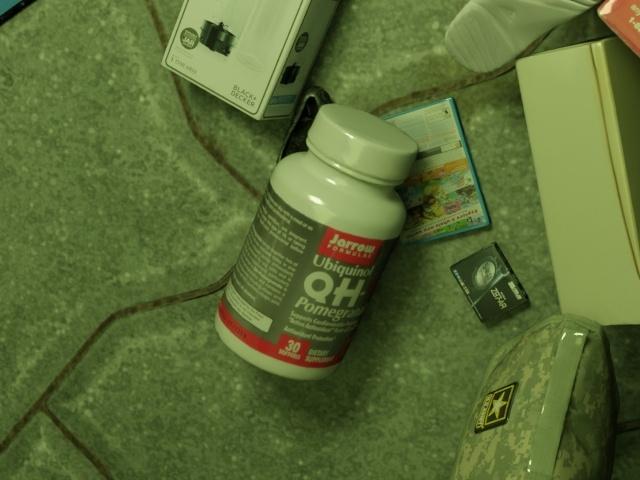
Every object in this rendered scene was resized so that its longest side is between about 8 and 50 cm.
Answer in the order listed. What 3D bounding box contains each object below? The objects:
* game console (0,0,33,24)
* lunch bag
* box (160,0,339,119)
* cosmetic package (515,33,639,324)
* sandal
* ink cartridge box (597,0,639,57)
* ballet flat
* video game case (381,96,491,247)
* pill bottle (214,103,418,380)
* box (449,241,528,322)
[{"bbox_3d":[-0.452,-0.374,1.594,0.144,0.124,0.085,-29,64,23],"label":"game console"},{"bbox_3d":[0.245,0.241,1.322,0.169,0.235,0.287,14,147,16],"label":"lunch bag"},{"bbox_3d":[-0.065,-0.313,1.450,0.169,0.087,0.290,30,110,21],"label":"box"},{"bbox_3d":[0.327,-0.072,1.322,0.113,0.160,0.309,-7,100,40],"label":"cosmetic package"},{"bbox_3d":[0.220,-0.269,1.225,0.102,0.076,0.265,39,148,-11],"label":"sandal"},{"bbox_3d":[0.505,-0.261,1.116,0.279,0.160,0.384,48,111,8],"label":"ink cartridge box"},{"bbox_3d":[-0.030,-0.117,1.512,0.057,0.049,0.173,20,108,16],"label":"ballet flat"},{"bbox_3d":[0.135,-0.085,1.478,0.119,0.015,0.166,-15,96,22],"label":"video game case"},{"bbox_3d":[0.000,0.000,1.453,0.176,0.176,0.318,28,112,12],"label":"pill bottle"},{"bbox_3d":[0.212,0.053,1.477,0.067,0.018,0.083,-30,90,23],"label":"box"}]
